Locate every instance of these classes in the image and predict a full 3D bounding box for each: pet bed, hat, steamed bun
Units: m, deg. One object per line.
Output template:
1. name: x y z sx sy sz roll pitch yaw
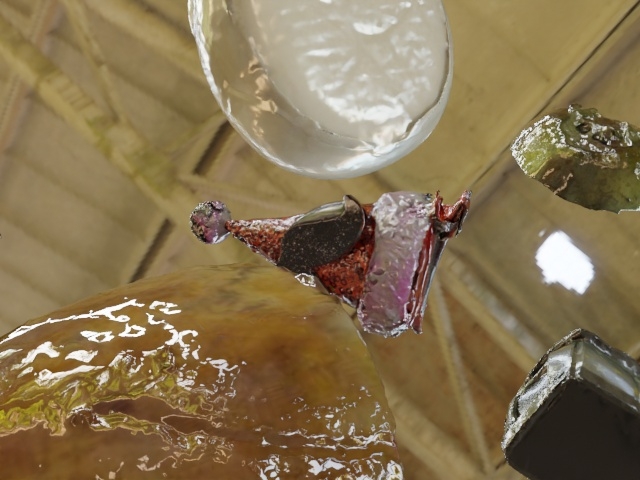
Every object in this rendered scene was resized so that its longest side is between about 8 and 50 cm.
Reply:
1. pet bed: 0.351 0.230 1.555 0.211 0.159 0.183 32 -66 -2
2. hat: 0.000 0.000 1.040 0.227 0.129 0.140 14 -38 3
3. steamed bun: -0.008 -0.151 0.882 0.131 0.177 0.228 -31 -103 63

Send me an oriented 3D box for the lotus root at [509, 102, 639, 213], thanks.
1. lotus root: 0.338 -0.116 1.519 0.183 0.203 0.078 2 -58 -16

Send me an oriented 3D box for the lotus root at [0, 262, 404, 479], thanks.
1. lotus root: -0.082 0.112 0.442 0.199 0.180 0.188 -34 -114 50
